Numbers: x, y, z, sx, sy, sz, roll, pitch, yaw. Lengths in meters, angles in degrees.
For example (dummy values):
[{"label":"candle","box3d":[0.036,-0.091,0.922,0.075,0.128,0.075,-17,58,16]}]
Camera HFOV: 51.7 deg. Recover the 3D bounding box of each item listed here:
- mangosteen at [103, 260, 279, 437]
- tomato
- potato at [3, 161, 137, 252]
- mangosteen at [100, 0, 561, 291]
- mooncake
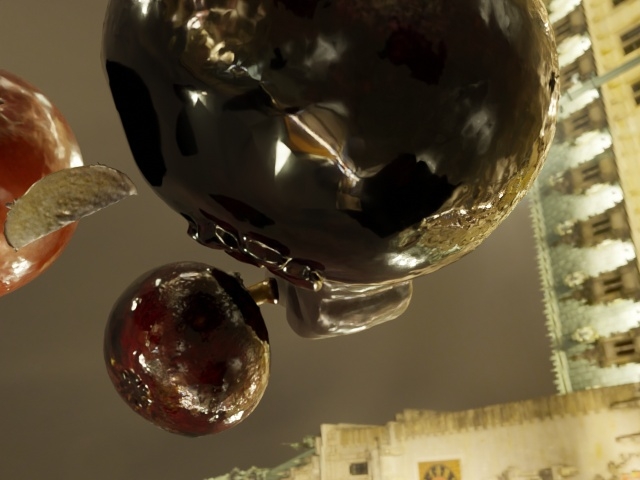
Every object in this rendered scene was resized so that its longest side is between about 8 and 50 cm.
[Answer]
[{"label":"mangosteen","box3d":[-0.154,0.122,0.887,0.261,0.235,0.236,-39,-82,-41]},{"label":"tomato","box3d":[-0.384,-0.054,0.697,0.264,0.265,0.265,15,-117,-33]},{"label":"potato","box3d":[-0.174,-0.032,0.453,0.093,0.036,0.037,-26,-70,-2]},{"label":"mangosteen","box3d":[0.027,-0.176,0.574,0.382,0.382,0.435,27,-98,-27]},{"label":"mooncake","box3d":[0.000,0.000,0.979,0.154,0.306,0.306,-16,-98,-21]}]
